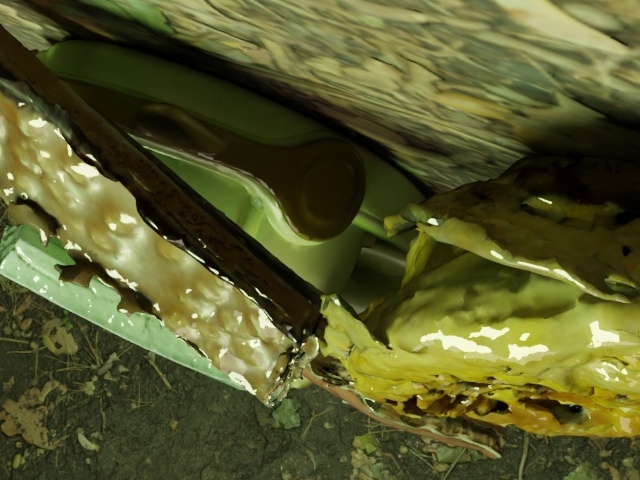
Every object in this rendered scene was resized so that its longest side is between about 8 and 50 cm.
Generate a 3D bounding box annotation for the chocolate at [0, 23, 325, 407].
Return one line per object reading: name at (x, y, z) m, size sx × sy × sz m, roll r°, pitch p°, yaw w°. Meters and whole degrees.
chocolate at (-0.131, -0.040, 0.543) m, size 0.329 × 0.065 × 0.102 m, roll 40°, pitch 134°, yaw 6°

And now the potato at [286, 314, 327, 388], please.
potato at (-0.068, 0.064, 1.438) m, size 0.242 × 0.242 × 0.285 m, roll 19°, pitch 158°, yaw 23°

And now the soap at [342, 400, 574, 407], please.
soap at (0.211, 0.170, 1.363) m, size 0.347 × 0.115 × 0.208 m, roll -2°, pitch 167°, yaw 17°

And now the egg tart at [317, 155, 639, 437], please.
egg tart at (0.134, 0.026, 0.463) m, size 0.297 × 0.132 × 0.297 m, roll 8°, pitch 171°, yaw 1°

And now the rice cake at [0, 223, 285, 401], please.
rice cake at (-0.131, 0.048, 0.775) m, size 0.237 × 0.043 × 0.127 m, roll 30°, pitch -173°, yaw -17°

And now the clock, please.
clock at (-0.086, -0.038, 0.723) m, size 0.286 × 0.117 × 0.348 m, roll 19°, pitch 176°, yaw 24°

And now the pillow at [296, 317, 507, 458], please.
pillow at (0.013, 0.081, 0.667) m, size 0.126 × 0.043 × 0.232 m, roll 22°, pitch 180°, yaw -33°
